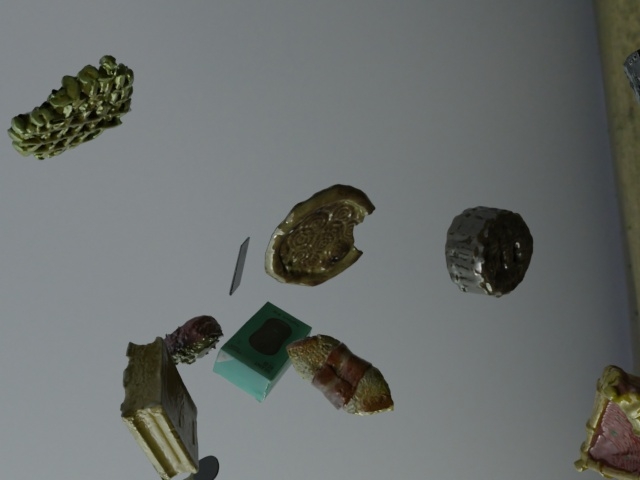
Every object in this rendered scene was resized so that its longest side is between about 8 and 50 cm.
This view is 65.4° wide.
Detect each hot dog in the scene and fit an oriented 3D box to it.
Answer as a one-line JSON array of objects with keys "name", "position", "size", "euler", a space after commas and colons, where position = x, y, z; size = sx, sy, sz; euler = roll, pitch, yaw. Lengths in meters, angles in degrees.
[{"name": "hot dog", "position": [0.047, 0.296, 1.093], "size": [0.123, 0.261, 0.093], "euler": [-49, -21, -10]}]

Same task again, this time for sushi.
[{"name": "sushi", "position": [-0.430, 0.328, 1.633], "size": [0.241, 0.161, 0.107], "euler": [-4, -135, -46]}]

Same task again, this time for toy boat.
[{"name": "toy boat", "position": [0.395, 0.244, 0.644], "size": [0.318, 0.099, 0.141], "euler": [64, -174, -49]}]

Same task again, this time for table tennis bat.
[{"name": "table tennis bat", "position": [-0.386, 0.734, 1.560], "size": [0.013, 0.157, 0.087], "euler": [56, -173, -45]}]

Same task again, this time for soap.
[{"name": "soap", "position": [-0.360, 0.393, 1.147], "size": [0.199, 0.091, 0.314], "euler": [-107, 7, -50]}]

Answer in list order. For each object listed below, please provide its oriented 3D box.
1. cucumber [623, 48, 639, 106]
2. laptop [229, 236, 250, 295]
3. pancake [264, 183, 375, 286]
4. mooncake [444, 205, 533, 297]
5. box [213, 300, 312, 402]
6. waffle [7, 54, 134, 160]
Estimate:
[{"name": "cucumber", "position": [0.604, -0.191, 0.841], "size": [0.081, 0.072, 0.303], "euler": [-30, -86, -39]}, {"name": "laptop", "position": [-0.293, 0.091, 1.791], "size": [0.135, 0.016, 0.197], "euler": [-72, -3, -76]}, {"name": "pancake", "position": [0.000, 0.000, 0.880], "size": [0.212, 0.029, 0.235], "euler": [-17, -41, -21]}, {"name": "mooncake", "position": [0.422, 0.028, 1.235], "size": [0.228, 0.124, 0.228], "euler": [-3, -85, -35]}, {"name": "box", "position": [-0.189, 0.368, 1.703], "size": [0.311, 0.205, 0.118], "euler": [-43, -24, -52]}, {"name": "waffle", "position": [-0.558, -0.293, 1.152], "size": [0.317, 0.297, 0.073], "euler": [-38, -83, -16]}]
